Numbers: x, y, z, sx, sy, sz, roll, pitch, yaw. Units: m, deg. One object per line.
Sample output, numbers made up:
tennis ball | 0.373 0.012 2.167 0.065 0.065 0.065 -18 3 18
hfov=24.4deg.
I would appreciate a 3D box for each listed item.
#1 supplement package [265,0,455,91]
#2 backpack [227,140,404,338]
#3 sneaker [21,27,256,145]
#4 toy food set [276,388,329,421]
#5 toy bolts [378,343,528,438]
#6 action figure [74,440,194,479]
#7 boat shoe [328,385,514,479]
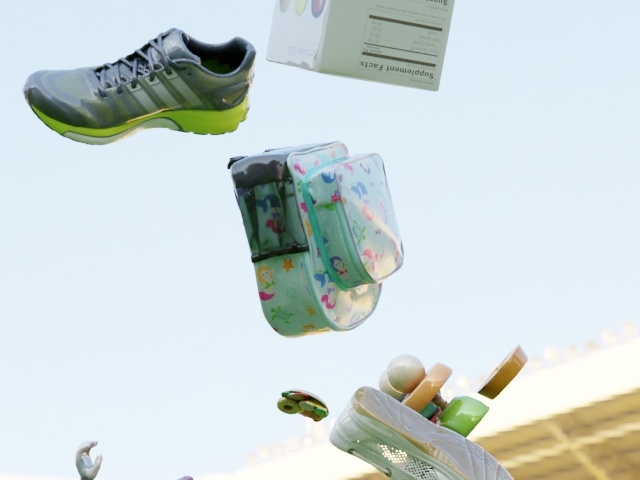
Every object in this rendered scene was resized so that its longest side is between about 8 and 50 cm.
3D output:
supplement package | 0.050 -0.278 1.443 0.134 0.244 0.139 6 7 -26
backpack | 0.000 0.000 1.972 0.191 0.253 0.225 -4 7 25
sneaker | -0.208 -0.194 1.753 0.300 0.111 0.121 -9 -38 -33
toy food set | -0.026 0.259 2.326 0.083 0.020 0.082 26 -32 -2
toy bolts | 0.188 0.220 2.320 0.158 0.218 0.228 41 -27 5
action figure | -0.265 0.399 1.772 0.276 0.248 0.370 -36 -19 25
boat shoe | 0.135 0.291 1.881 0.277 0.098 0.096 34 -68 -8
